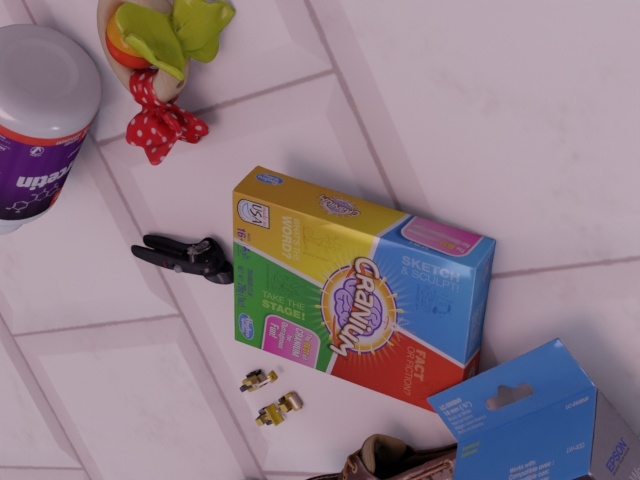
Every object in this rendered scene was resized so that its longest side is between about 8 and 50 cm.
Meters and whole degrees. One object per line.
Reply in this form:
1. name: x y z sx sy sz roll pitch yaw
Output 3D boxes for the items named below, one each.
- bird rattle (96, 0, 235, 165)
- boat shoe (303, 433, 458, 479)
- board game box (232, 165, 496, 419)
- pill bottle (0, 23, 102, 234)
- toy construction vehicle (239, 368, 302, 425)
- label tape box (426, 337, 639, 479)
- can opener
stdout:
1. bird rattle: -0.207 -0.234 1.578 0.207 0.143 0.253 51 154 19
2. boat shoe: 0.090 0.313 1.669 0.342 0.123 0.123 -12 101 42
3. board game box: 0.044 0.064 1.527 0.316 0.064 0.242 18 129 21
4. pill bottle: -0.434 -0.143 1.769 0.181 0.181 0.323 46 139 7
5. toy construction vehicle: -0.078 0.232 1.819 0.098 0.035 0.086 -22 102 48
6. label tape box: 0.272 0.301 1.415 0.334 0.106 0.240 50 138 -5
7. can opener: -0.201 0.024 1.767 0.186 0.059 0.073 12 126 36
